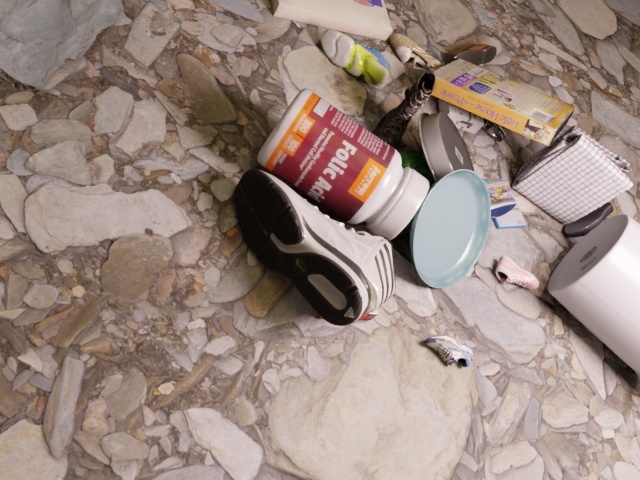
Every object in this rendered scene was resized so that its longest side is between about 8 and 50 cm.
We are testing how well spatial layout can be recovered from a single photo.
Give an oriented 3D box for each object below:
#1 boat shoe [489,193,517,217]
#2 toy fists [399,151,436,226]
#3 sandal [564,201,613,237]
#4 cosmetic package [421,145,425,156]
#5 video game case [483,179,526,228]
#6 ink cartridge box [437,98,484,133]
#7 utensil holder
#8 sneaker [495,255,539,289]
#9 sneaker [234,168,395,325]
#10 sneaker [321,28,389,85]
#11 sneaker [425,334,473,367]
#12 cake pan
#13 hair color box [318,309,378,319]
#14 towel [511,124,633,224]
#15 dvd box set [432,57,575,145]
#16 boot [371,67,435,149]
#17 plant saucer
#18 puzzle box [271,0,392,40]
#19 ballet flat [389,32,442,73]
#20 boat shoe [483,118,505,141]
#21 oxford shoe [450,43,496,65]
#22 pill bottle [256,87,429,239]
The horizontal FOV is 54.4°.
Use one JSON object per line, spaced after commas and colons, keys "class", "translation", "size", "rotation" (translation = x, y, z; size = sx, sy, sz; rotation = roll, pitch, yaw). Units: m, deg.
{"class": "boat shoe", "translation": [0.496, -0.107, 1.839], "size": [0.183, 0.066, 0.066], "rotation": [-11, 59, -24]}
{"class": "toy fists", "translation": [0.279, -0.124, 1.724], "size": [0.142, 0.096, 0.279], "rotation": [13, 56, -40]}
{"class": "sandal", "translation": [0.883, -0.059, 2.019], "size": [0.255, 0.097, 0.054], "rotation": [-27, 104, -36]}
{"class": "cosmetic package", "translation": [0.340, -0.247, 1.851], "size": [0.041, 0.060, 0.115], "rotation": [9, 57, -23]}
{"class": "video game case", "translation": [0.559, -0.113, 1.918], "size": [0.119, 0.015, 0.166], "rotation": [-4, 65, -29]}
{"class": "ink cartridge box", "translation": [0.454, -0.414, 2.011], "size": [0.135, 0.056, 0.099], "rotation": [13, 56, -21]}
{"class": "utensil holder", "translation": [0.890, 0.161, 1.746], "size": [0.385, 0.327, 0.327], "rotation": [42, 51, 3]}
{"class": "sneaker", "translation": [0.552, 0.109, 1.763], "size": [0.134, 0.051, 0.070], "rotation": [38, 53, 1]}
{"class": "sneaker", "translation": [0.000, 0.001, 1.481], "size": [0.447, 0.169, 0.258], "rotation": [49, 32, 20]}
{"class": "sneaker", "translation": [0.112, -0.566, 1.914], "size": [0.240, 0.091, 0.126], "rotation": [40, 33, -1]}
{"class": "sneaker", "translation": [0.320, 0.276, 1.540], "size": [0.135, 0.052, 0.058], "rotation": [22, 59, -15]}
{"class": "cake pan", "translation": [0.365, -0.233, 1.753], "size": [0.293, 0.054, 0.293], "rotation": [39, 40, -43]}
{"class": "hair color box", "translation": [0.062, 0.149, 1.479], "size": [0.141, 0.043, 0.071], "rotation": [4, 59, -27]}
{"class": "towel", "translation": [0.772, -0.202, 1.915], "size": [0.235, 0.283, 0.121], "rotation": [36, 51, -7]}
{"class": "dvd box set", "translation": [0.564, -0.445, 1.955], "size": [0.421, 0.062, 0.308], "rotation": [29, 36, 17]}
{"class": "boot", "translation": [0.227, -0.346, 1.739], "size": [0.091, 0.229, 0.263], "rotation": [30, 52, -10]}
{"class": "plant saucer", "translation": [0.334, -0.032, 1.627], "size": [0.318, 0.044, 0.317], "rotation": [-16, 115, -38]}
{"class": "puzzle box", "translation": [0.025, -0.795, 2.007], "size": [0.409, 0.052, 0.272], "rotation": [4, 60, -27]}
{"class": "ballet flat", "translation": [0.307, -0.599, 2.037], "size": [0.206, 0.073, 0.067], "rotation": [31, 67, -5]}
{"class": "boat shoe", "translation": [0.558, -0.376, 2.055], "size": [0.125, 0.046, 0.038], "rotation": [46, 46, -8]}
{"class": "oxford shoe", "translation": [0.522, -0.647, 2.191], "size": [0.212, 0.076, 0.076], "rotation": [-22, 44, -33]}
{"class": "pill bottle", "translation": [0.059, -0.181, 1.556], "size": [0.392, 0.224, 0.224], "rotation": [33, 52, -7]}
